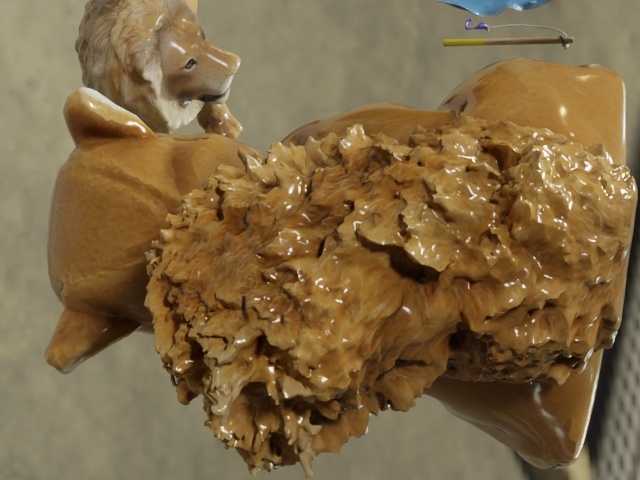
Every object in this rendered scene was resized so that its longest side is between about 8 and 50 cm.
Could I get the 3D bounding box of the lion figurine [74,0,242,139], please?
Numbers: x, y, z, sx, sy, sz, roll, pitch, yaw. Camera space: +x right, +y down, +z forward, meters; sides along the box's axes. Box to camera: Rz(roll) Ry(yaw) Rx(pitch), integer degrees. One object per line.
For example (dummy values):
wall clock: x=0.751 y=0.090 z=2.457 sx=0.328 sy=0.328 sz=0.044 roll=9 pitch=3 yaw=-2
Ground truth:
lion figurine: x=-0.138 y=-0.226 z=1.712 sx=0.240 sy=0.142 sz=0.392 roll=72 pitch=9 yaw=-52

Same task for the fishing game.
fishing game: x=0.184 y=-0.318 z=2.062 sx=0.041 sy=0.189 sz=0.264 roll=86 pitch=8 yaw=-62

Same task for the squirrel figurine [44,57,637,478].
squirrel figurine: x=0.000 y=0.000 z=1.237 sx=0.397 sy=0.370 sz=0.281 roll=-36 pitch=133 yaw=-86
